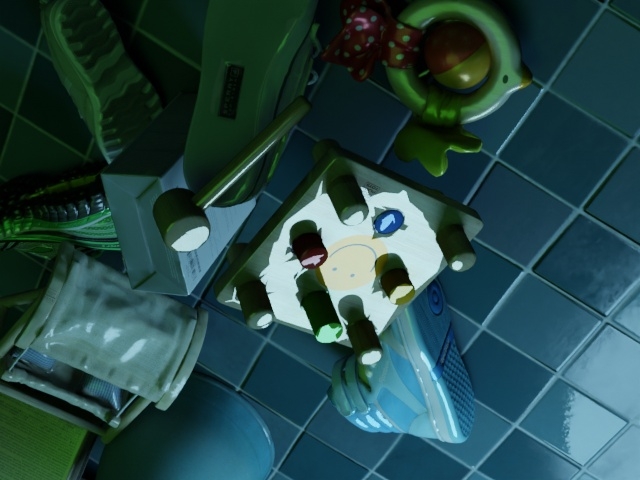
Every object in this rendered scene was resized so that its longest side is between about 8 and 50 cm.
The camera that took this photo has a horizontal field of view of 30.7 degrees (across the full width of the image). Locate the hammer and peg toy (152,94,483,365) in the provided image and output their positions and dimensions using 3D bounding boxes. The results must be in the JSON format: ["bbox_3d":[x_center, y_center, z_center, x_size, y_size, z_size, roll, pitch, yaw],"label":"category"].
[{"bbox_3d":[0.000,0.000,1.403,0.361,0.127,0.266,23,121,-36],"label":"hammer and peg toy"}]

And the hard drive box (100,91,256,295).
[{"bbox_3d":[-0.181,-0.067,1.553,0.089,0.232,0.181,5,124,22],"label":"hard drive box"}]

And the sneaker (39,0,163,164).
[{"bbox_3d":[-0.301,-0.220,1.609,0.115,0.105,0.281,30,144,48],"label":"sneaker"}]

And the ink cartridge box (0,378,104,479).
[{"bbox_3d":[-0.520,0.348,2.035,0.234,0.088,0.193,25,98,6],"label":"ink cartridge box"}]

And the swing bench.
[{"bbox_3d":[-0.348,0.159,1.759,0.253,0.165,0.254,29,142,-26],"label":"swing bench"}]

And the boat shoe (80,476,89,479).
[{"bbox_3d":[-0.439,0.453,2.137,0.335,0.096,0.112,30,165,7],"label":"boat shoe"}]

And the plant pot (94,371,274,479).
[{"bbox_3d":[-0.247,0.393,1.890,0.271,0.255,0.272,12,126,17],"label":"plant pot"}]

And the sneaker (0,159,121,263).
[{"bbox_3d":[-0.414,-0.011,1.762,0.343,0.134,0.146,-6,127,31],"label":"sneaker"}]

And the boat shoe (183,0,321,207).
[{"bbox_3d":[-0.060,-0.219,1.464,0.135,0.156,0.367,16,99,19],"label":"boat shoe"}]

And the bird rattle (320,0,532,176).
[{"bbox_3d":[0.138,-0.218,1.409,0.206,0.143,0.254,-28,96,24],"label":"bird rattle"}]

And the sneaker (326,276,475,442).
[{"bbox_3d":[0.084,0.159,1.665,0.208,0.127,0.319,-5,118,28],"label":"sneaker"}]
